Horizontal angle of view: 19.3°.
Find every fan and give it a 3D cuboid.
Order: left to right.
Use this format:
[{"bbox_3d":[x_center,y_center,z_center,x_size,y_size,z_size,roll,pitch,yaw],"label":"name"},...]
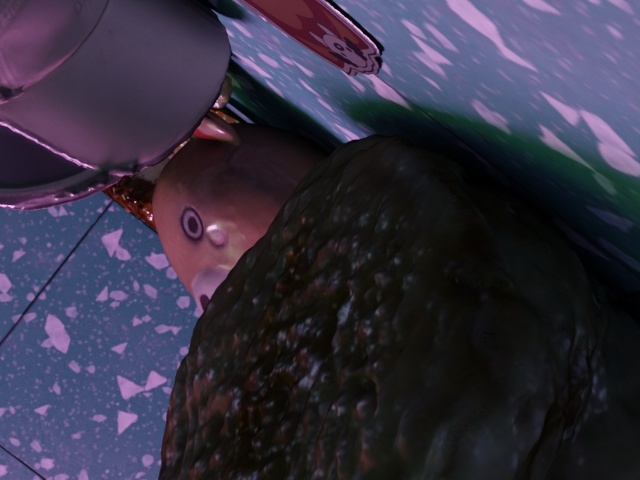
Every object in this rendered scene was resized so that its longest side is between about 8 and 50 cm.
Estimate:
[{"bbox_3d":[-0.053,-0.164,1.095,0.220,0.009,0.132,37,171,-4],"label":"fan"}]

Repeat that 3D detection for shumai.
[{"bbox_3d":[0.099,0.133,1.197,0.323,0.324,0.397,23,-178,-24],"label":"shumai"}]

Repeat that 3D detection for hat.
[{"bbox_3d":[-0.189,-0.154,1.216,0.275,0.232,0.161,25,149,-13],"label":"hat"}]

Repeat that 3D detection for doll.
[{"bbox_3d":[0.008,0.029,1.465,0.330,0.174,0.235,38,160,20],"label":"doll"}]

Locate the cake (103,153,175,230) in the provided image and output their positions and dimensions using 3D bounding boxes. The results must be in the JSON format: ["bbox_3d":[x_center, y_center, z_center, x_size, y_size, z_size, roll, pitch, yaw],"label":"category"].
[{"bbox_3d":[-0.165,-0.074,1.891,0.135,0.112,0.246,39,174,-36],"label":"cake"}]

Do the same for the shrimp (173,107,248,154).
[{"bbox_3d":[-0.087,-0.084,1.632,0.267,0.061,0.145,39,165,11],"label":"shrimp"}]

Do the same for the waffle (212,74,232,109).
[{"bbox_3d":[-0.148,-0.158,1.423,0.183,0.036,0.169,32,180,-19],"label":"waffle"}]
